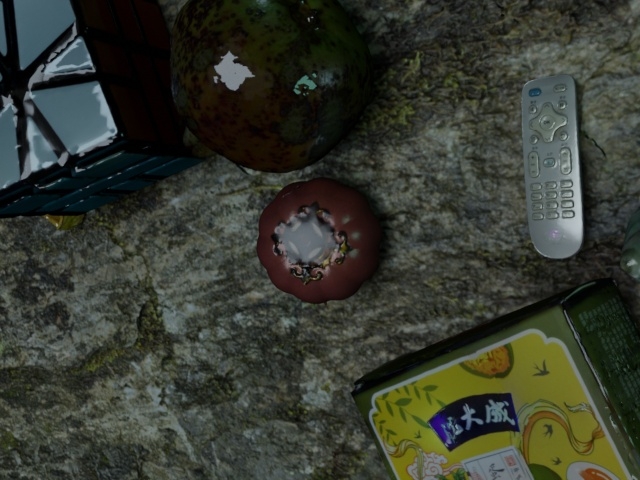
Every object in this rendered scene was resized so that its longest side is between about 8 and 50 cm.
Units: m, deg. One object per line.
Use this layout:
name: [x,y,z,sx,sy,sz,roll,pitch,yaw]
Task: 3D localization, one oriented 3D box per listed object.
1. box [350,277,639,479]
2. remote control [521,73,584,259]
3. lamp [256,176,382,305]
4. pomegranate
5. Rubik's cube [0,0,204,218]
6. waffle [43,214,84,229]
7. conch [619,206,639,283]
box: [0.273,0.302,1.149,0.373,0.138,0.420,-31,80,44]
remote control: [0.296,-0.091,1.158,0.073,0.044,0.229,-5,88,39]
lamp: [0.000,0.000,1.316,0.182,0.140,0.181,1,94,15]
pomegranate: [-0.096,-0.207,1.275,0.341,0.285,0.284,-37,77,51]
Rubik's cube: [-0.379,-0.209,1.397,0.289,0.283,0.293,-23,83,17]
waffle: [-0.482,-0.167,1.637,0.219,0.057,0.229,35,114,22]
conch: [0.443,-0.013,0.997,0.195,0.277,0.220,89,164,-47]
